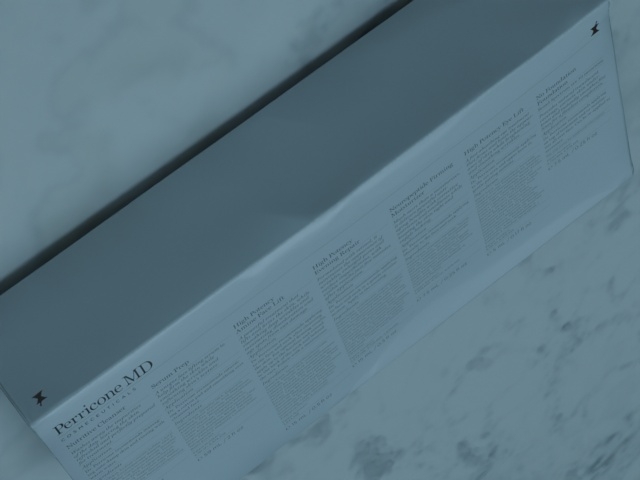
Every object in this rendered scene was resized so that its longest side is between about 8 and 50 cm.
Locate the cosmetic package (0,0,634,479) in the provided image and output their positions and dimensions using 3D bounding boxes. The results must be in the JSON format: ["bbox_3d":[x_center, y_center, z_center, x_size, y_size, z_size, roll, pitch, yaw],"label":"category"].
[{"bbox_3d":[0.000,0.000,0.548,0.239,0.060,0.099,-36,144,-12],"label":"cosmetic package"}]
